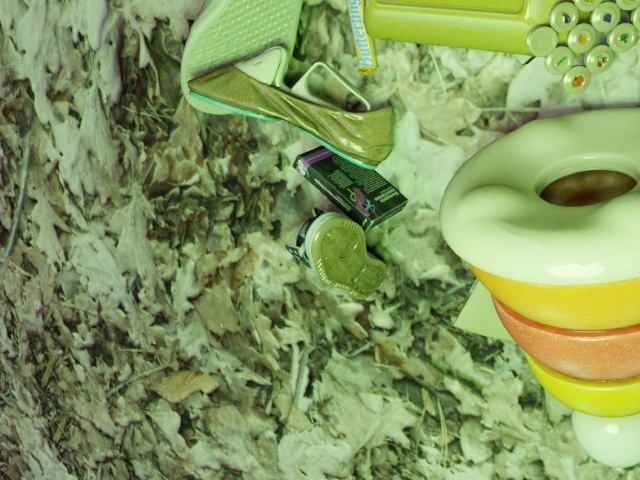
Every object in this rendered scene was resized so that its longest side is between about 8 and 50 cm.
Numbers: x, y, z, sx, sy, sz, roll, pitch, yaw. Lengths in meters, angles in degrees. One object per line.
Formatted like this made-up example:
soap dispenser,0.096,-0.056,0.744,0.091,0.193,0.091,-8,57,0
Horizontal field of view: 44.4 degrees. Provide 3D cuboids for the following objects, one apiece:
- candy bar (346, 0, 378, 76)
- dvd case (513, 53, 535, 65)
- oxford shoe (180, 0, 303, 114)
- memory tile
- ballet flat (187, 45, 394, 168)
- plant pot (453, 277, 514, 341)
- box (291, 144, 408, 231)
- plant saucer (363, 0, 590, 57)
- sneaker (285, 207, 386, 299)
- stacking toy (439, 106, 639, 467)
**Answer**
candy bar,0.061,-0.333,1.198,0.040,0.018,0.162,0,107,37
dvd case,0.296,-0.370,1.001,0.179,0.029,0.238,54,131,6
oxford shoe,-0.110,-0.383,1.243,0.449,0.169,0.130,119,151,-44
memory tile,0.334,-0.260,0.959,0.148,0.012,0.113,-43,114,15
ballet flat,-0.038,-0.227,1.226,0.342,0.116,0.124,23,108,9
plant pot,0.273,0.085,1.159,0.096,0.109,0.109,28,124,8
box,0.048,-0.090,1.241,0.162,0.116,0.029,42,128,16
plant saucer,0.182,-0.409,1.000,0.332,0.081,0.333,16,116,33
sneaker,0.000,0.000,1.240,0.153,0.282,0.099,38,87,26
stacking toy,0.368,0.101,1.009,0.350,0.351,0.480,4,127,35
